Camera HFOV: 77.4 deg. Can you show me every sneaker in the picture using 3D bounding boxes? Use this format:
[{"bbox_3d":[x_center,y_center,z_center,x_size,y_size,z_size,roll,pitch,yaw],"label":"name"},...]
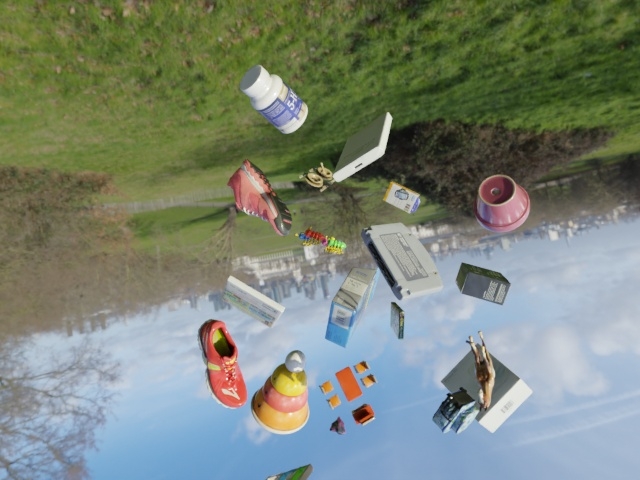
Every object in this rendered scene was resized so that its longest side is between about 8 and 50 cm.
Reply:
[{"bbox_3d":[-0.284,0.366,1.177,0.107,0.278,0.118,-21,178,-41],"label":"sneaker"},{"bbox_3d":[0.062,0.724,1.540,0.057,0.047,0.119,-30,173,-2],"label":"sneaker"},{"bbox_3d":[-0.208,-0.121,1.340,0.136,0.313,0.116,-38,157,10],"label":"sneaker"}]

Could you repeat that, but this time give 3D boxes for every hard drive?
[{"bbox_3d":[0.183,-0.401,1.693,0.233,0.047,0.352,-28,-154,33],"label":"hard drive"}]

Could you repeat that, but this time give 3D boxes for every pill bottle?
[{"bbox_3d":[-0.134,-0.403,1.139,0.112,0.111,0.187,-14,150,33],"label":"pill bottle"}]

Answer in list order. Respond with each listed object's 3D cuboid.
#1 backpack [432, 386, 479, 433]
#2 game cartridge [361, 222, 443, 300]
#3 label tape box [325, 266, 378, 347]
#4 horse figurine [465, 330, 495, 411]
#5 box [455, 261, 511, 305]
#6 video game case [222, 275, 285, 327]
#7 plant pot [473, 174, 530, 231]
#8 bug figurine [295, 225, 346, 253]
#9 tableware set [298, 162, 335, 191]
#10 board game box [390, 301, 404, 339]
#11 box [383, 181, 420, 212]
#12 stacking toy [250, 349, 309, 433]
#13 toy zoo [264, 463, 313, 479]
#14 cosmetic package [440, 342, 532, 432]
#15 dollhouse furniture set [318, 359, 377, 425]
[{"bbox_3d":[0.372,0.481,1.105,0.105,0.084,0.114,6,122,-46],"label":"backpack"},{"bbox_3d":[0.284,0.064,1.370,0.196,0.294,0.060,-9,144,-25],"label":"game cartridge"},{"bbox_3d":[0.142,0.249,1.697,0.106,0.240,0.333,21,-139,15],"label":"label tape box"},{"bbox_3d":[0.496,0.385,1.230,0.066,0.174,0.263,-13,179,17],"label":"horse figurine"},{"bbox_3d":[0.614,0.162,1.524,0.159,0.093,0.156,17,-167,8],"label":"box"},{"bbox_3d":[-0.253,0.232,1.480,0.227,0.026,0.206,30,147,-1],"label":"video game case"},{"bbox_3d":[0.680,-0.153,1.517,0.202,0.201,0.180,-13,154,25],"label":"plant pot"},{"bbox_3d":[0.000,0.000,1.826,0.217,0.072,0.279,20,174,-10],"label":"bug figurine"},{"bbox_3d":[-0.003,-0.303,1.847,0.194,0.128,0.039,-45,165,-54],"label":"tableware set"},{"bbox_3d":[0.384,0.397,2.006,0.031,0.136,0.259,0,-178,1],"label":"board game box"},{"bbox_3d":[0.324,-0.166,1.570,0.136,0.081,0.028,29,-151,15],"label":"box"},{"bbox_3d":[-0.185,0.809,2.273,0.351,0.479,0.350,14,-157,-6],"label":"stacking toy"},{"bbox_3d":[-0.185,1.008,1.617,0.293,0.030,0.192,-32,174,25],"label":"toy zoo"},{"bbox_3d":[0.643,0.571,1.566,0.224,0.138,0.225,-47,-148,1],"label":"cosmetic package"},{"bbox_3d":[0.163,0.749,1.946,0.262,0.258,0.135,-26,171,-12],"label":"dollhouse furniture set"}]
